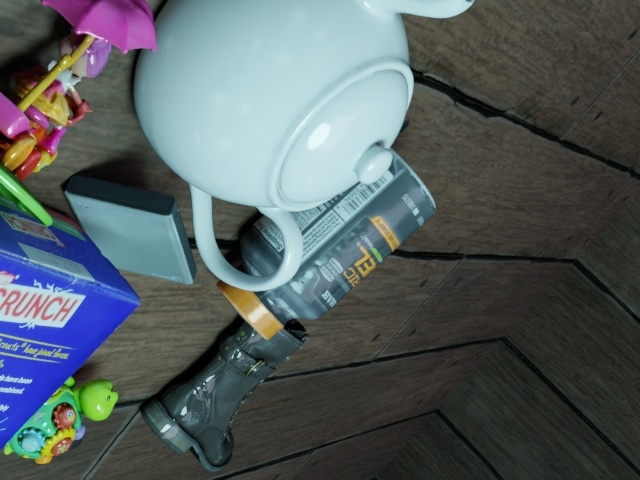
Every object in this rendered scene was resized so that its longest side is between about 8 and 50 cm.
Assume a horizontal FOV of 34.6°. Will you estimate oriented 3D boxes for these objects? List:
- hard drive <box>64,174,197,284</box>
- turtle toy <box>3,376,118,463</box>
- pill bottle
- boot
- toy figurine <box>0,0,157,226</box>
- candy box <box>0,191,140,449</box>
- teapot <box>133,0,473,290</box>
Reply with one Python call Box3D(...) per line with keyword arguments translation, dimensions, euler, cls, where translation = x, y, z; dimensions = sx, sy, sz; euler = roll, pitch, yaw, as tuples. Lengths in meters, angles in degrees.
Box3D(translation=(-0.164, -0.007, 0.911), dimensions=(0.135, 0.094, 0.022), euler=(87, 17, -63), cls="hard drive")
Box3D(translation=(-0.279, 0.188, 1.093), dimensions=(0.130, 0.066, 0.095), euler=(-37, 158, -16), cls="turtle toy")
Box3D(translation=(0.000, 0.000, 1.155), dimensions=(0.246, 0.130, 0.130), euler=(-42, 159, -3), cls="pill bottle")
Box3D(translation=(-0.104, 0.197, 1.388), dimensions=(0.229, 0.091, 0.263), euler=(-42, 157, -3), cls="boot")
Box3D(translation=(-0.178, -0.107, 0.696), dimensions=(0.159, 0.130, 0.173), euler=(-49, -178, -12), cls="toy figurine")
Box3D(translation=(-0.329, 0.098, 0.764), dimensions=(0.317, 0.122, 0.268), euler=(-44, 158, 4), cls="candy box")
Box3D(translation=(-0.017, -0.110, 0.844), dimensions=(0.252, 0.187, 0.256), euler=(-38, 159, -15), cls="teapot")
